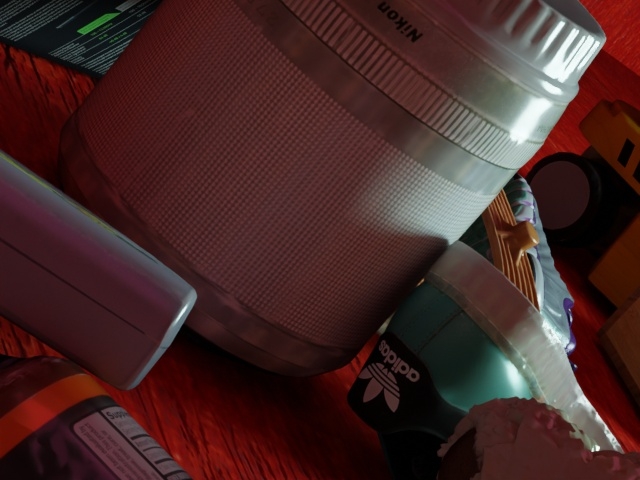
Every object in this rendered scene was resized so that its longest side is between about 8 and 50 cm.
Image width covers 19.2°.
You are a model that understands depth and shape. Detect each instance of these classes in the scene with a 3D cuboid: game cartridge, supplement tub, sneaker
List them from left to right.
[{"bbox_3d":[-0.155,-0.019,0.830,0.196,0.060,0.294,39,-4,-19],"label":"game cartridge"},{"bbox_3d":[-0.090,0.115,0.682,0.198,0.106,0.106,43,16,12],"label":"supplement tub"},{"bbox_3d":[0.096,0.115,1.140,0.108,0.121,0.302,43,-7,36],"label":"sneaker"},{"bbox_3d":[0.165,0.029,1.589,0.098,0.083,0.224,49,21,-24],"label":"sneaker"}]

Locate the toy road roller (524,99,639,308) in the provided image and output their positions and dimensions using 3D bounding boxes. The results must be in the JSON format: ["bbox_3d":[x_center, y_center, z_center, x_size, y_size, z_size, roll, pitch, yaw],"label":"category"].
[{"bbox_3d":[0.383,-0.022,1.894,0.202,0.240,0.329,17,28,-54],"label":"toy road roller"}]

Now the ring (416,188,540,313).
[{"bbox_3d":[0.082,-0.059,1.357,0.336,0.032,0.337,50,24,-32],"label":"ring"}]

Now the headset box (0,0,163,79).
[{"bbox_3d":[-0.158,-0.253,1.291,0.283,0.131,0.246,19,54,-49],"label":"headset box"}]

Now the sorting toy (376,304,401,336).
[{"bbox_3d":[0.000,0.000,1.314,0.208,0.038,0.193,41,11,8],"label":"sorting toy"}]

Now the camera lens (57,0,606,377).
[{"bbox_3d":[0.000,-0.075,1.089,0.219,0.274,0.219,37,16,-13],"label":"camera lens"}]

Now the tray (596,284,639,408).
[{"bbox_3d":[0.442,0.210,1.715,0.411,0.076,0.203,34,17,-25],"label":"tray"}]

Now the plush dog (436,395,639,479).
[{"bbox_3d":[0.183,0.200,0.922,0.225,0.210,0.262,75,-3,-65],"label":"plush dog"}]
